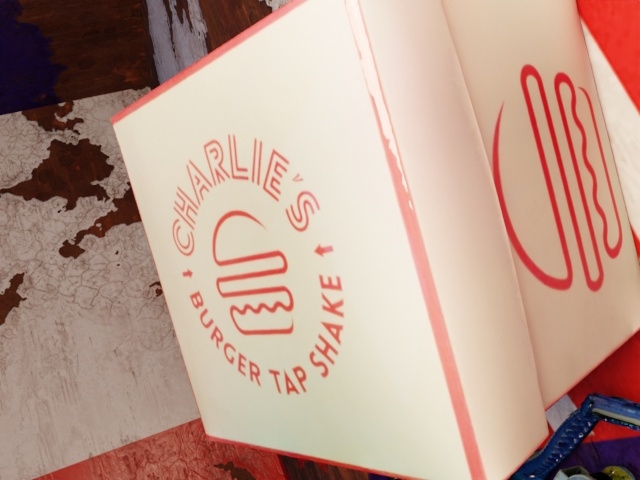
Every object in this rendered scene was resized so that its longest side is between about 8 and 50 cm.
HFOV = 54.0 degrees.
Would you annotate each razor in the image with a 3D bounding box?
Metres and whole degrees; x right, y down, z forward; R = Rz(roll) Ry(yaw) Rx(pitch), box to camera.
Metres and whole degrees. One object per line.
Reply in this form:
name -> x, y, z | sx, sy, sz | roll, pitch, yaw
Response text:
razor -> 0.269, 0.216, 0.671 | 0.324, 0.093, 0.056 | 96, -168, -59

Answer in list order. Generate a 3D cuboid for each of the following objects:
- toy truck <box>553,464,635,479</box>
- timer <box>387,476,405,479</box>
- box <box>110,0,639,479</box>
toy truck -> 0.275, 0.292, 0.545 | 0.191, 0.085, 0.116 | 41, 115, 43
timer -> 0.156, 0.372, 1.146 | 0.187, 0.055, 0.144 | 139, 117, -66
box -> 0.055, -0.017, 0.544 | 0.314, 0.300, 0.312 | -11, 95, 48
